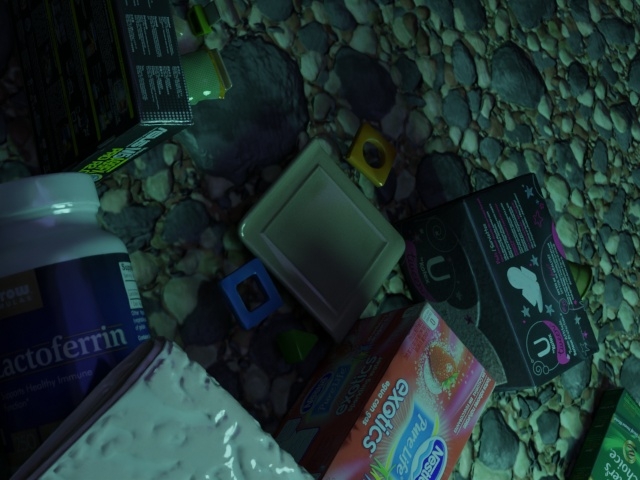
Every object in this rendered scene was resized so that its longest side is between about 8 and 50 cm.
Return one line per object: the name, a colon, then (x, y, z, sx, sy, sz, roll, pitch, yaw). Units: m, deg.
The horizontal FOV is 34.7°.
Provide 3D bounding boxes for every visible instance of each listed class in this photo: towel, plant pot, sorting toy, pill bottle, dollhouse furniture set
towel: (-0.145, 0.293, 0.896, 0.317, 0.053, 0.332, -44, 119, -6)
plant pot: (0.335, 0.051, 1.480, 0.079, 0.083, 0.083, 32, 58, -13)
sorting toy: (0.000, 0.000, 1.236, 0.196, 0.047, 0.347, 50, 52, -16)
pill bottle: (-0.241, 0.078, 0.952, 0.153, 0.153, 0.264, -12, 84, -40)
dollhouse furniture set: (-0.147, -0.236, 1.181, 0.076, 0.059, 0.151, -23, 92, -40)

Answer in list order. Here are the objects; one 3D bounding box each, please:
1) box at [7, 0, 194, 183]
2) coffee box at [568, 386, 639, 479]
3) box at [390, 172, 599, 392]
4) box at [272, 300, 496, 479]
box: (-0.228, -0.208, 1.004, 0.060, 0.216, 0.270, -7, 81, -40)
coffee box: (0.433, 0.321, 1.495, 0.113, 0.040, 0.184, 49, 52, -17)
box: (0.217, 0.061, 1.318, 0.142, 0.163, 0.247, -19, 89, -37)
box: (0.049, 0.230, 1.142, 0.142, 0.154, 0.300, 49, 51, -18)
